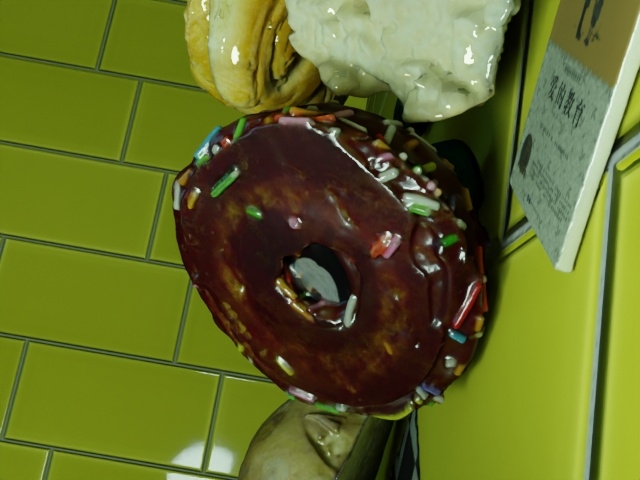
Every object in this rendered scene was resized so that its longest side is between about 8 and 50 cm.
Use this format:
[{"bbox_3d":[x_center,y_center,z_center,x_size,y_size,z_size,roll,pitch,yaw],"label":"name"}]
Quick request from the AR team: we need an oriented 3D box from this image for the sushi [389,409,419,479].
[{"bbox_3d":[0.016,0.358,0.653,0.320,0.069,0.339,-82,2,-58],"label":"sushi"}]

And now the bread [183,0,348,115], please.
[{"bbox_3d":[-0.034,-0.210,0.719,0.236,0.120,0.198,-2,-71,-68],"label":"bread"}]

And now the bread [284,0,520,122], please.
[{"bbox_3d":[0.044,-0.200,0.526,0.224,0.211,0.183,-71,-1,-60],"label":"bread"}]

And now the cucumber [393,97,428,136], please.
[{"bbox_3d":[0.114,-0.154,0.945,0.105,0.048,0.048,96,-176,-73],"label":"cucumber"}]

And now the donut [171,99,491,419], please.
[{"bbox_3d":[0.011,0.010,0.520,0.089,0.235,0.235,-44,-27,-47],"label":"donut"}]

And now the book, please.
[{"bbox_3d":[0.127,-0.085,0.364,0.118,0.012,0.172,-84,4,-66],"label":"book"}]

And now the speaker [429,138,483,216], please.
[{"bbox_3d":[0.083,-0.025,0.560,0.060,0.075,0.094,82,171,-64],"label":"speaker"}]

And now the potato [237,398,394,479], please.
[{"bbox_3d":[-0.024,0.245,0.715,0.239,0.116,0.299,0,-72,-76],"label":"potato"}]
